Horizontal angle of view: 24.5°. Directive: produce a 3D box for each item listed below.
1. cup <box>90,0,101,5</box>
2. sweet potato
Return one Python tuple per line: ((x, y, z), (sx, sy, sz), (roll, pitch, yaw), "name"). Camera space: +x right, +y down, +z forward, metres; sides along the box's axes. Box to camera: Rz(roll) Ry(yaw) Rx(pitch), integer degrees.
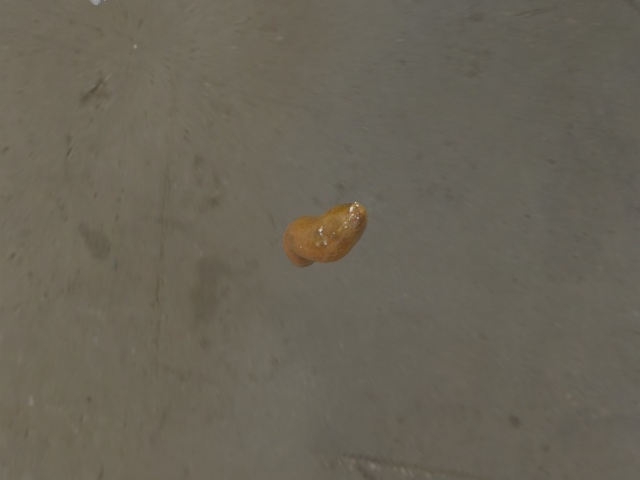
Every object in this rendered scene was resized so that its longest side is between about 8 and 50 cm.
((-0.210, -0.315, 1.346), (0.167, 0.299, 0.173), (-33, 101, 9), "cup")
((-0.004, -0.002, 1.063), (0.044, 0.179, 0.044), (3, 79, -17), "sweet potato")
